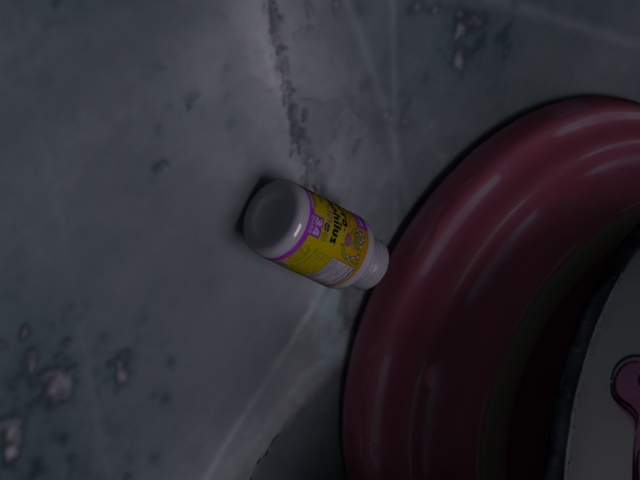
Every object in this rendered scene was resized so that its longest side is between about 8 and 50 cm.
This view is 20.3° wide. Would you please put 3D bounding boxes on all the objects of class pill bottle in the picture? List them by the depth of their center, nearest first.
[{"bbox_3d":[0.000,0.000,0.968,0.083,0.043,0.043,26,91,-45],"label":"pill bottle"}]

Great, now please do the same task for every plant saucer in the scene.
[{"bbox_3d":[0.164,0.079,1.120,0.332,0.084,0.332,-19,121,-34],"label":"plant saucer"}]

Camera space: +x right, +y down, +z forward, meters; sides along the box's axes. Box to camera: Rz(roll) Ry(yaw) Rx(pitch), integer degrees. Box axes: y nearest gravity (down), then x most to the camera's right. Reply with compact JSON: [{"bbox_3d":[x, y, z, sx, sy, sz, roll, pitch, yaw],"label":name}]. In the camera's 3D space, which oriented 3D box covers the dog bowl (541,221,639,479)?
[{"bbox_3d":[0.287,0.173,1.003,0.408,0.150,0.408,9,78,-51],"label":"dog bowl"}]
